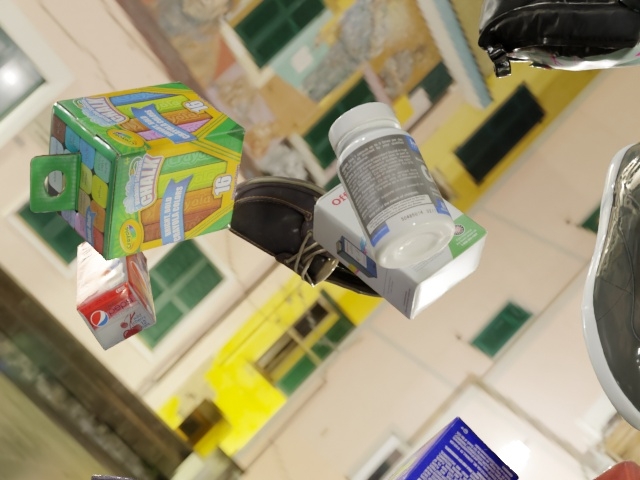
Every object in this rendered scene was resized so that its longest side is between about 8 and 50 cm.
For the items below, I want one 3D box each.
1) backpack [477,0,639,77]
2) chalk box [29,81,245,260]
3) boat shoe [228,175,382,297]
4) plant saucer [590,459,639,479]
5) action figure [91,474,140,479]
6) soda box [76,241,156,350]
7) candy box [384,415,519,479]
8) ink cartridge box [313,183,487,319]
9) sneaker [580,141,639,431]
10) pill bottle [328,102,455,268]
[{"bbox_3d":[0.216,-0.202,0.843,0.182,0.115,0.152,22,-61,53],"label":"backpack"},{"bbox_3d":[-0.283,-0.101,1.577,0.179,0.288,0.180,37,-50,35],"label":"chalk box"},{"bbox_3d":[0.000,0.000,1.774,0.355,0.132,0.130,17,34,-26],"label":"boat shoe"},{"bbox_3d":[0.300,0.372,1.154,0.258,0.259,0.048,38,23,-30],"label":"plant saucer"},{"bbox_3d":[-0.229,0.358,0.976,0.099,0.285,0.185,11,-38,9],"label":"action figure"},{"bbox_3d":[-0.320,0.064,1.674,0.083,0.092,0.263,61,-1,-24],"label":"soda box"},{"bbox_3d":[0.078,0.407,1.378,0.122,0.317,0.268,44,-32,9],"label":"candy box"},{"bbox_3d":[0.114,-0.009,1.600,0.212,0.154,0.093,40,-32,25],"label":"ink cartridge box"},{"bbox_3d":[0.311,0.013,0.929,0.104,0.296,0.147,19,-28,-14],"label":"sneaker"},{"bbox_3d":[0.061,-0.051,0.970,0.078,0.078,0.137,68,0,-65],"label":"pill bottle"}]
